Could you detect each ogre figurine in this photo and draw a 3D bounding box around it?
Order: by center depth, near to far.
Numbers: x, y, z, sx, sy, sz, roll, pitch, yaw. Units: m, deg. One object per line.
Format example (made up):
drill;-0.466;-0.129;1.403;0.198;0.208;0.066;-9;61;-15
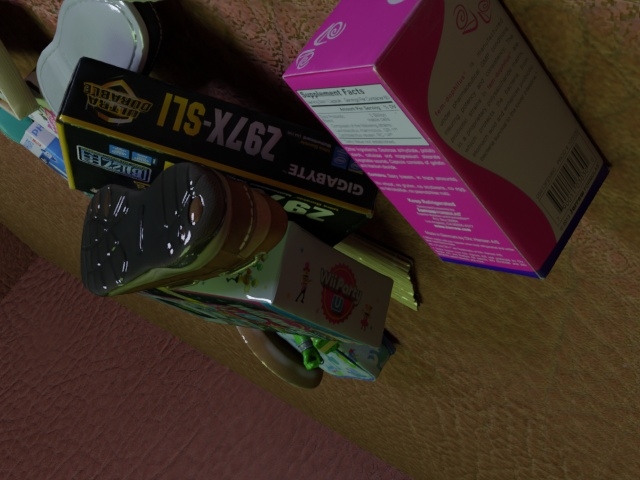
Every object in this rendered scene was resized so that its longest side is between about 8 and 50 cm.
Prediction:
ogre figurine;-0.017;0.100;1.266;0.118;0.097;0.197;54;166;32

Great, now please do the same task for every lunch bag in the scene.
lunch bag;0.023;0.174;1.450;0.176;0.090;0.219;40;162;-13

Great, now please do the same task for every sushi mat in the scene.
sushi mat;0.000;0.000;1.158;0.316;0.019;0.151;27;162;24

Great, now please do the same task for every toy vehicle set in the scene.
toy vehicle set;-0.505;-0.282;1.181;0.267;0.035;0.166;30;150;46

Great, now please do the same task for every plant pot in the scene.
plant pot;-0.073;0.181;1.569;0.236;0.032;0.236;41;-162;-17

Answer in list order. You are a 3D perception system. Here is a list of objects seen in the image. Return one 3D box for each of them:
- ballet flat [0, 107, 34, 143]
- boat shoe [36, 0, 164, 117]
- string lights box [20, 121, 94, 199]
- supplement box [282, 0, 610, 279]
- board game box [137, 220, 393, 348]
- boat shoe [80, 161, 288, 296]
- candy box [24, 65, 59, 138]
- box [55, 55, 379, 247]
ballet flat;-0.600;-0.262;1.520;0.206;0.073;0.067;54;-178;-41
boat shoe;-0.235;-0.214;0.913;0.302;0.091;0.114;-4;114;56
string lights box;-0.401;-0.126;1.462;0.259;0.077;0.133;41;163;-17
supplement box;0.097;-0.085;0.601;0.220;0.111;0.114;47;160;-31
board game box;-0.098;0.046;1.014;0.303;0.097;0.224;4;164;37
boat shoe;-0.152;0.002;0.851;0.120;0.122;0.324;9;171;-36
candy box;-0.345;-0.177;1.236;0.196;0.070;0.165;38;162;-8
box;-0.118;-0.075;0.914;0.322;0.079;0.257;17;164;-11
